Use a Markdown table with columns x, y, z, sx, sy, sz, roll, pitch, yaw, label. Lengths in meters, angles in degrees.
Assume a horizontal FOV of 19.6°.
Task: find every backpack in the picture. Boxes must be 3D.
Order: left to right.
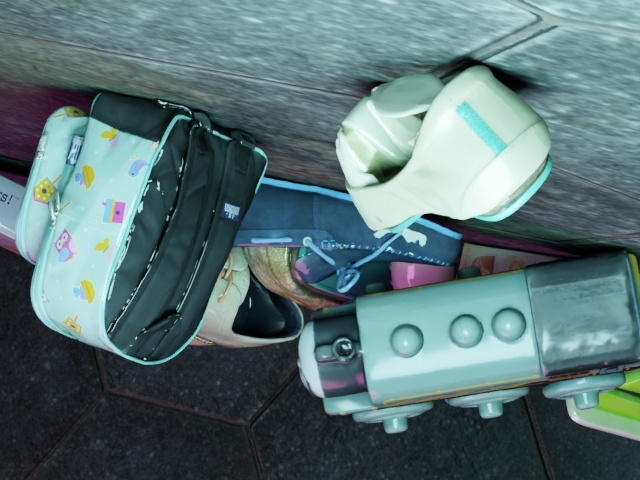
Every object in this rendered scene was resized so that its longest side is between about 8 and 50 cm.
| x | y | z | sx | sy | sz | roll | pitch | yaw | label |
| --- | --- | --- | --- | --- | --- | --- | --- | --- | --- |
| -0.143 | -0.006 | 1.394 | 0.144 | 0.188 | 0.166 | 11 | 176 | 25 | backpack |

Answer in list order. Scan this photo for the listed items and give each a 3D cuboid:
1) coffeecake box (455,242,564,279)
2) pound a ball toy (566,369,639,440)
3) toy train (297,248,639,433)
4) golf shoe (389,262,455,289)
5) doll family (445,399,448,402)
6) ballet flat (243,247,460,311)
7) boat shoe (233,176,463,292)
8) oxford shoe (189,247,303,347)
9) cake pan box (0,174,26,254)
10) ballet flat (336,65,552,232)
| x | y | z | sx | sy | sz | roll | pitch | yaw | label |
| --- | --- | --- | --- | --- | --- | --- | --- | --- | --- |
| 0.247 | 0.059 | 1.822 | 0.185 | 0.068 | 0.142 | 9 | 173 | 41 | coffeecake box |
| 0.453 | 0.143 | 2.085 | 0.319 | 0.135 | 0.208 | 17 | 149 | -37 | pound a ball toy |
| 0.140 | 0.085 | 1.633 | 0.334 | 0.142 | 0.190 | -8 | 169 | 5 | toy train |
| 0.117 | 0.072 | 1.854 | 0.069 | 0.176 | 0.086 | -20 | -137 | -10 | golf shoe |
| 0.083 | 0.069 | 2.187 | 0.163 | 0.118 | 0.263 | 21 | -159 | -33 | doll family |
| 0.052 | 0.046 | 1.951 | 0.123 | 0.123 | 0.348 | 9 | 168 | 45 | ballet flat |
| 0.000 | 0.000 | 1.680 | 0.258 | 0.089 | 0.109 | 11 | 175 | 19 | boat shoe |
| -0.148 | 0.011 | 1.878 | 0.146 | 0.140 | 0.397 | 8 | 167 | 31 | oxford shoe |
| -0.411 | -0.046 | 2.236 | 0.267 | 0.070 | 0.246 | 27 | 170 | -18 | cake pan box |
| 0.054 | -0.055 | 1.018 | 0.086 | 0.086 | 0.248 | 15 | 174 | -15 | ballet flat |
